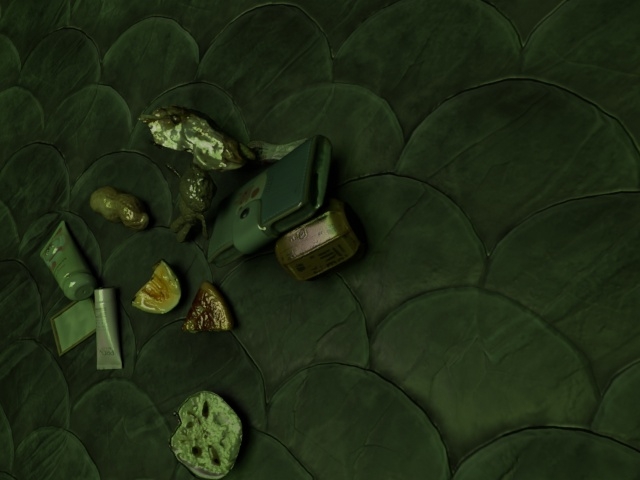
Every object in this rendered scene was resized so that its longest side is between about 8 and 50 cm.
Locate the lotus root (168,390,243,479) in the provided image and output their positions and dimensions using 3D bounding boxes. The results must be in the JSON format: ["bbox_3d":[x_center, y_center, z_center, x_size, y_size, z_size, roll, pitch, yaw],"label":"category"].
[{"bbox_3d":[-0.270,0.476,1.062,0.204,0.078,0.183,42,89,19],"label":"lotus root"}]

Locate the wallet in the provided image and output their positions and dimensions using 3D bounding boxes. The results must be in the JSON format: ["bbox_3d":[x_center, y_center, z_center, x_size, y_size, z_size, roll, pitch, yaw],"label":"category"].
[{"bbox_3d":[-0.132,-0.083,0.992,0.361,0.083,0.252,-28,38,33],"label":"wallet"}]

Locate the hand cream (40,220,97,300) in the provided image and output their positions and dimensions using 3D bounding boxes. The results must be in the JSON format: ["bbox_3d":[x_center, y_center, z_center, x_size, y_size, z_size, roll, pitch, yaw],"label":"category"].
[{"bbox_3d":[-0.805,0.071,1.365,0.306,0.093,0.147,40,97,33],"label":"hand cream"}]

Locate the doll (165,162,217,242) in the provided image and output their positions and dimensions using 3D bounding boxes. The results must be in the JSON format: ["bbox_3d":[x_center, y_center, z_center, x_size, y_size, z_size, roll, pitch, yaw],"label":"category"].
[{"bbox_3d":[-0.324,-0.072,1.083,0.202,0.091,0.285,54,140,38],"label":"doll"}]

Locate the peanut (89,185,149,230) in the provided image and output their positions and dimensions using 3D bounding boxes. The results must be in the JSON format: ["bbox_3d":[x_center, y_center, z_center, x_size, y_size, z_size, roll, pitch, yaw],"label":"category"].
[{"bbox_3d":[-0.596,-0.097,1.286,0.228,0.086,0.104,19,100,24],"label":"peanut"}]

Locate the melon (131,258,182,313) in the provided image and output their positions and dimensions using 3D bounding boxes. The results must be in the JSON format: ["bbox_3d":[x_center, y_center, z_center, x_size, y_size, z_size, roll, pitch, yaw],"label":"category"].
[{"bbox_3d":[-0.435,0.135,1.189,0.128,0.079,0.160,40,99,5],"label":"melon"}]

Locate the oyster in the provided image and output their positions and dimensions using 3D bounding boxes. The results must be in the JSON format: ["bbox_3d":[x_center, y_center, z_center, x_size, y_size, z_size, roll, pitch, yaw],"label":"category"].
[{"bbox_3d":[-0.320,-0.256,1.103,0.337,0.198,0.133,33,114,29],"label":"oyster"}]

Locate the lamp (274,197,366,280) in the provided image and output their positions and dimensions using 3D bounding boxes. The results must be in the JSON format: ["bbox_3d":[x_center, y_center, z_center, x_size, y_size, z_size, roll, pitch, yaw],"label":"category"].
[{"bbox_3d":[0.000,0.000,0.961,0.185,0.161,0.161,-27,73,21],"label":"lamp"}]

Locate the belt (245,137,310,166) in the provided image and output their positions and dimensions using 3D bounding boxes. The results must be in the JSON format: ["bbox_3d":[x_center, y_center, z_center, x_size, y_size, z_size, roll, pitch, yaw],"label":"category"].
[{"bbox_3d":[-0.089,-0.219,1.086,0.232,0.053,0.071,8,85,26],"label":"belt"}]

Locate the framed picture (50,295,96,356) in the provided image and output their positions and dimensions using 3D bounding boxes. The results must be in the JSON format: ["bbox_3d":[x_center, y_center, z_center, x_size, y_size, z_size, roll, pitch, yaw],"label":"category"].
[{"bbox_3d":[-0.776,0.262,1.359,0.201,0.010,0.135,-32,70,17],"label":"framed picture"}]

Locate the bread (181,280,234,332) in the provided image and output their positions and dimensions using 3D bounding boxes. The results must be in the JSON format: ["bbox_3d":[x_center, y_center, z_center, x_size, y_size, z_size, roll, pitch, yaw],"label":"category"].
[{"bbox_3d":[-0.294,0.172,1.125,0.155,0.054,0.135,-9,81,18],"label":"bread"}]

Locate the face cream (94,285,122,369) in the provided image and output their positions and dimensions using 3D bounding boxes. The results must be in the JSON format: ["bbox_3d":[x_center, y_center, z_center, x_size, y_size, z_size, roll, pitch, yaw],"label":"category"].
[{"bbox_3d":[-0.632,0.258,1.272,0.092,0.058,0.243,-7,86,19],"label":"face cream"}]
